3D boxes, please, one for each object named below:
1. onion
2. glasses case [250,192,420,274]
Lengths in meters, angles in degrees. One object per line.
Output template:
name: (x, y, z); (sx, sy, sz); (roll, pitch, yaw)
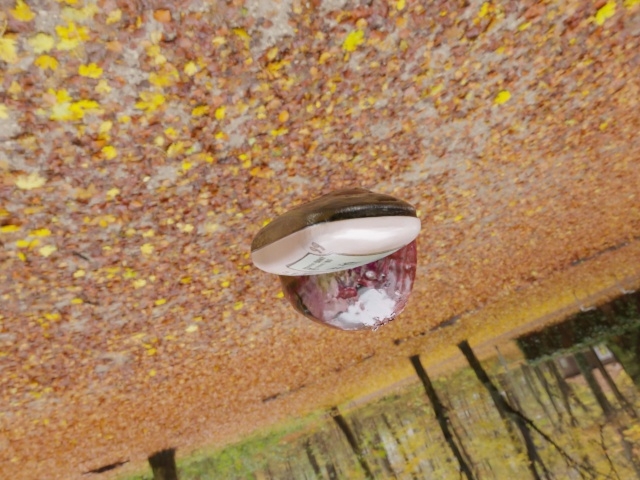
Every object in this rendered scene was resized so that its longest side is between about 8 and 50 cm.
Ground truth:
onion: (0.051, 0.037, 0.866); (0.252, 0.252, 0.219); (-26, 156, 15)
glasses case: (0.000, 0.000, 0.597); (0.122, 0.075, 0.314); (-5, 174, -21)
